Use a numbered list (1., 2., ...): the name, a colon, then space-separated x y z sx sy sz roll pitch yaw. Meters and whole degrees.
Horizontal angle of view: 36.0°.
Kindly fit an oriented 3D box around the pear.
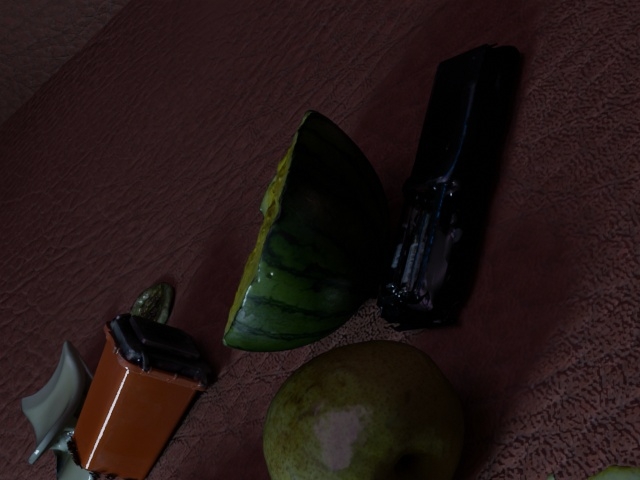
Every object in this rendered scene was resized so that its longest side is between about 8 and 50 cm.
1. pear: 0.040 0.212 1.068 0.211 0.188 0.228 23 85 52

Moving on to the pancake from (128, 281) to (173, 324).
1. pancake: -0.314 0.128 1.831 0.129 0.022 0.116 -12 55 46

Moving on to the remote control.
1. remote control: 0.158 -0.078 1.265 0.144 0.062 0.399 -15 53 51

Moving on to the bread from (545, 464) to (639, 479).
1. bread: 0.237 0.304 0.776 0.186 0.124 0.257 10 74 65

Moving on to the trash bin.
1. trash bin: -0.291 0.259 1.569 0.239 0.161 0.184 -65 29 8

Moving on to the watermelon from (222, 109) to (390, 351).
1. watermelon: 0.000 0.000 1.294 0.331 0.189 0.331 -162 90 -78

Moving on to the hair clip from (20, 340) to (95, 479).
1. hair clip: -0.468 0.339 1.812 0.172 0.113 0.282 -51 26 15
